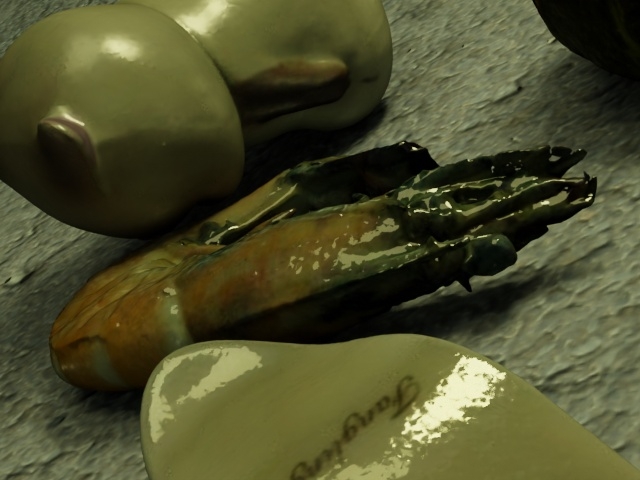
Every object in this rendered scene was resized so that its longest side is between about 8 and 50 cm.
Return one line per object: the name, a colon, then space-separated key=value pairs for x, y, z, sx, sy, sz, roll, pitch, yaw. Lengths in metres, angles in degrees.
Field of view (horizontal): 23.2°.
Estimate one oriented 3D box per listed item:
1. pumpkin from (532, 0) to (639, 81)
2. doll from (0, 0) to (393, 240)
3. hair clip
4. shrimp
pumpkin: x=0.279 y=-0.241 z=1.086 sx=0.320 sy=0.192 sz=0.320 roll=-26 pitch=24 yaw=13
doll: x=-0.101 y=-0.133 z=1.273 sx=0.215 sy=0.226 sz=0.370 roll=18 pitch=51 yaw=44
hair clip: x=0.018 y=0.122 z=0.743 sx=0.172 sy=0.113 sz=0.282 roll=-39 pitch=26 yaw=-22
shrimp: x=0.000 y=0.000 z=1.070 sx=0.445 sy=0.085 sz=0.272 roll=-16 pitch=21 yaw=37
